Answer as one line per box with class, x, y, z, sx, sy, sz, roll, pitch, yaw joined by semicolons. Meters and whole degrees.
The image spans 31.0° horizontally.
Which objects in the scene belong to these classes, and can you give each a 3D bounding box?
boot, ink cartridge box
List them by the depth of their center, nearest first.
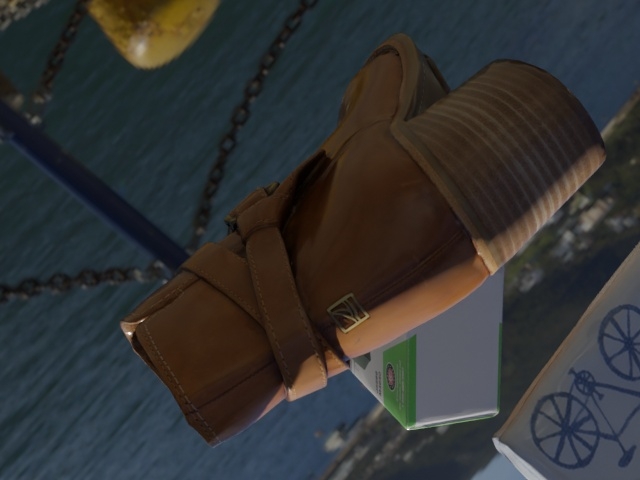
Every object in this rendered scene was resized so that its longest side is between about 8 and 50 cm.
boot;0.000;0.000;0.600;0.220;0.109;0.283;-38;-161;-6
ink cartridge box;0.093;0.063;1.296;0.273;0.115;0.198;-143;-131;-65

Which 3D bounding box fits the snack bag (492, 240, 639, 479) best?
snack bag;0.275;0.107;0.541;0.323;0.342;0.037;-44;-178;-34
